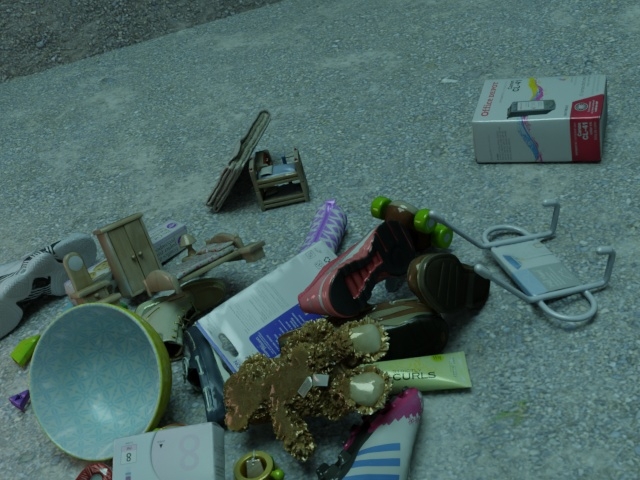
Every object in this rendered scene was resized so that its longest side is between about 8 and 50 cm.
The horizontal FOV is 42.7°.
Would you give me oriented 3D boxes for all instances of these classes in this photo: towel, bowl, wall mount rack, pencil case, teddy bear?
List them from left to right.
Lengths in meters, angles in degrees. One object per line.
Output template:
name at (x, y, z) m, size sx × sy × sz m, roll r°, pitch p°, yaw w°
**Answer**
bowl at (-0.395, 0.265, 1.577) m, size 0.289 × 0.290 × 0.156 m, roll -2°, pitch -5°, yaw 18°
towel at (-0.219, -0.215, 2.179) m, size 0.049 × 0.187 × 0.282 m, roll 31°, pitch 40°, yaw -7°
teddy bear at (-0.013, 0.251, 1.426) m, size 0.338 × 0.113 × 0.245 m, roll -37°, pitch 54°, yaw 21°
pencil case at (0.000, 0.000, 1.871) m, size 0.086 × 0.088 × 0.206 m, roll -2°, pitch 37°, yaw 20°
wall mount rack at (0.391, 0.023, 1.626) m, size 0.304 × 0.131 × 0.350 m, roll -10°, pitch 33°, yaw -15°

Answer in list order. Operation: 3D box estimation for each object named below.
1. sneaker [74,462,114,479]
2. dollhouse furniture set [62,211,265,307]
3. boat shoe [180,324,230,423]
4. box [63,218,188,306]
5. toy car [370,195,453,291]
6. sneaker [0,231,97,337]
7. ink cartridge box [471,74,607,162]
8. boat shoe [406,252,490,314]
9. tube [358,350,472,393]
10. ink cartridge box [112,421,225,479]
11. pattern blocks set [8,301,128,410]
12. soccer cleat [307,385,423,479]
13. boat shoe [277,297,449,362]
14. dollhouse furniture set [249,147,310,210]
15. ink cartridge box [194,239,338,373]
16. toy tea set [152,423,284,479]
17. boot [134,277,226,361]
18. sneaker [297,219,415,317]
sneaker at (-0.410, 0.480, 1.387) m, size 0.221 × 0.128 × 0.087 m, roll -45°, pitch 69°, yaw -7°
dollhouse furniture set at (-0.352, 0.025, 1.768) m, size 0.303 × 0.174 × 0.355 m, roll -29°, pitch 13°, yaw -38°
boat shoe at (-0.229, 0.262, 1.603) m, size 0.079 × 0.095 × 0.254 m, roll -19°, pitch 46°, yaw -18°
box at (-0.458, 0.055, 1.963) m, size 0.067 × 0.063 × 0.324 m, roll 22°, pitch 44°, yaw 40°
toy car at (0.168, 0.019, 1.785) m, size 0.155 × 0.149 × 0.188 m, roll 19°, pitch 77°, yaw 43°
sneaker at (-0.737, 0.079, 1.993) m, size 0.210 × 0.137 × 0.366 m, roll 26°, pitch 56°, yaw 39°
ink cartridge box at (0.549, -0.304, 2.039) m, size 0.306 × 0.131 × 0.226 m, roll 3°, pitch 40°, yaw 21°
boat shoe at (0.222, 0.082, 1.557) m, size 0.104 × 0.307 × 0.111 m, roll 7°, pitch 84°, yaw 32°
tube at (0.152, 0.248, 1.510) m, size 0.240 × 0.062 × 0.070 m, roll -6°, pitch 77°, yaw 5°
ink cartridge box at (-0.243, 0.421, 1.309) m, size 0.189 × 0.066 × 0.232 m, roll -13°, pitch 59°, yaw 17°
pattern blocks set at (-0.548, 0.248, 1.792) m, size 0.285 × 0.026 × 0.325 m, roll 4°, pitch 40°, yaw 25°
soccer cleat at (0.099, 0.369, 1.340) m, size 0.116 × 0.143 × 0.331 m, roll -42°, pitch -4°, yaw 39°
boat shoe at (0.080, 0.183, 1.583) m, size 0.323 × 0.123 × 0.120 m, roll -7°, pitch 30°, yaw -2°
dollhouse furniture set at (-0.108, -0.191, 2.130) m, size 0.129 × 0.129 × 0.184 m, roll -12°, pitch 36°, yaw 5°
ink cartridge box at (-0.076, 0.148, 1.663) m, size 0.332 × 0.065 × 0.165 m, roll -32°, pitch 70°, yaw -24°
toy tea set at (-0.181, 0.403, 1.365) m, size 0.336 × 0.124 × 0.200 m, roll -1°, pitch 38°, yaw 19°
boot at (-0.296, 0.174, 1.758) m, size 0.213 × 0.077 × 0.165 m, roll -21°, pitch 35°, yaw 1°
sneaker at (0.067, 0.051, 1.619) m, size 0.136 × 0.116 × 0.314 m, roll -14°, pitch 15°, yaw 44°
